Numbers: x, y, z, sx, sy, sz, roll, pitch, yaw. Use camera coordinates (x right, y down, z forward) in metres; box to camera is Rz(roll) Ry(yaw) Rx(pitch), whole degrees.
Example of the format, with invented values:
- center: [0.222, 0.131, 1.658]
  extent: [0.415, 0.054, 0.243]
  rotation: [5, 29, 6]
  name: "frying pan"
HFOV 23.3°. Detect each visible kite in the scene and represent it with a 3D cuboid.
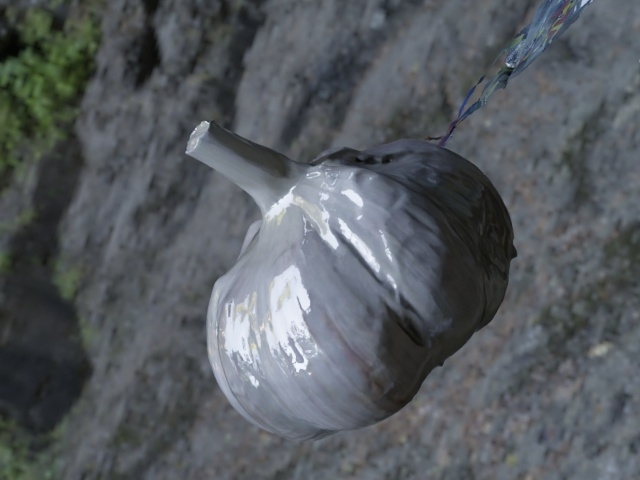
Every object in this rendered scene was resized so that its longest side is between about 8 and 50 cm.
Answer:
- center: [0.124, -0.119, 1.021]
  extent: [0.245, 0.015, 0.141]
  rotation: [-50, 9, 40]
  name: "kite"

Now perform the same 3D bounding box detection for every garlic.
- center: [0.000, 0.000, 0.976]
  extent: [0.218, 0.212, 0.218]
  rotation: [-37, 14, 11]
  name: "garlic"
